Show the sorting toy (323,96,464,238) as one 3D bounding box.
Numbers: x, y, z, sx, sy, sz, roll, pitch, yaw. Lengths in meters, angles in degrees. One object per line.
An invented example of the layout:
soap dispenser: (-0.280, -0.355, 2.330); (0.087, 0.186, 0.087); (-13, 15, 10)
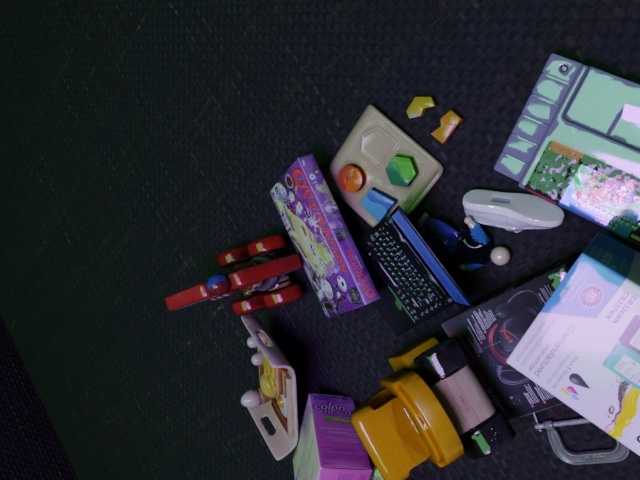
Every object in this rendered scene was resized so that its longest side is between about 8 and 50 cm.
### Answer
sorting toy: (0.146, -0.178, 1.129); (0.229, 0.041, 0.307); (47, 123, 19)

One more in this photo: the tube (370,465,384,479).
tube: (0.093, 0.656, 1.346); (0.070, 0.062, 0.240); (31, 121, -23)

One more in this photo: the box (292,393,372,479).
box: (0.020, 0.523, 1.245); (0.117, 0.243, 0.213); (8, 110, -11)

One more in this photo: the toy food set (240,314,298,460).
toy food set: (-0.145, 0.368, 1.351); (0.220, 0.092, 0.306); (42, 139, 52)

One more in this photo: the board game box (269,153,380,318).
board game box: (0.000, 0.000, 1.222); (0.208, 0.056, 0.347); (-35, 78, 58)

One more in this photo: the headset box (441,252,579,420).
headset box: (0.387, 0.190, 0.991); (0.293, 0.110, 0.218); (-36, 78, 35)

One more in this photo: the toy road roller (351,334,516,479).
toy road roller: (0.180, 0.326, 1.018); (0.202, 0.240, 0.329); (61, 171, 10)

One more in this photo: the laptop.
laptop: (0.160, 0.076, 1.097); (0.264, 0.136, 0.234); (-39, 85, 36)

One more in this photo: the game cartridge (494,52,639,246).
game cartridge: (0.493, -0.136, 0.879); (0.355, 0.068, 0.230); (33, 113, 26)

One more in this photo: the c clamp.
c clamp: (0.488, 0.362, 1.011); (0.161, 0.022, 0.137); (-18, 89, 38)

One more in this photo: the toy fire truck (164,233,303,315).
toy fire truck: (-0.204, 0.103, 1.307); (0.302, 0.254, 0.169); (-19, 89, 41)

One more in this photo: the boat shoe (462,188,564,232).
boat shoe: (0.356, -0.046, 0.998); (0.184, 0.066, 0.063); (10, 139, 29)

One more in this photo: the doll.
doll: (0.283, 0.003, 1.062); (0.189, 0.046, 0.129); (24, 133, 27)

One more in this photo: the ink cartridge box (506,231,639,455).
ink cartridge box: (0.451, 0.150, 0.747); (0.270, 0.197, 0.198); (35, 116, 23)
